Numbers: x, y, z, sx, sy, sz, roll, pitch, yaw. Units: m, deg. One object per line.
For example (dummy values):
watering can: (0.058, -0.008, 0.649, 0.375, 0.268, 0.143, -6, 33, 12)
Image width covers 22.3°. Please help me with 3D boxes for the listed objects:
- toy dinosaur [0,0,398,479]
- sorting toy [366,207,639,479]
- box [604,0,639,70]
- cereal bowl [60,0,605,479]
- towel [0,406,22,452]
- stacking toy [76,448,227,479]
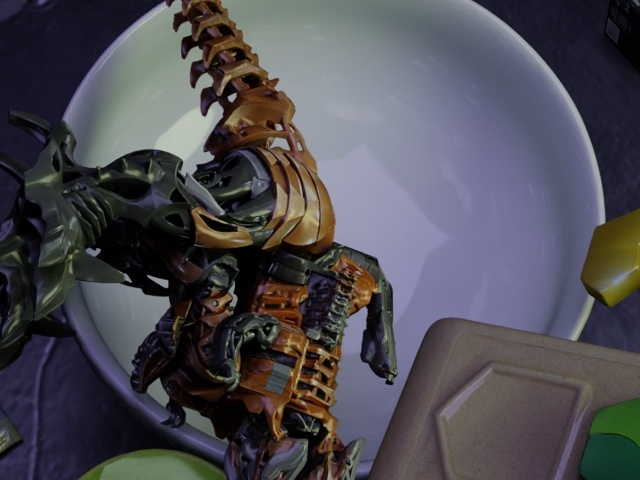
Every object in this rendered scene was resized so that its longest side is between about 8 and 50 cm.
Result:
toy dinosaur: (-0.068, 0.006, 0.896, 0.218, 0.164, 0.322, -1, 52, -20)
sorting toy: (0.131, 0.103, 0.846, 0.229, 0.041, 0.307, 8, 63, 33)
box: (0.265, -0.178, 1.229, 0.083, 0.062, 0.052, -29, 63, -14)
cereal bowl: (0.000, 0.000, 1.029, 0.339, 0.141, 0.339, 1, 70, -4)
towel: (-0.246, 0.120, 1.094, 0.060, 0.009, 0.083, -36, 67, -19)
stacking toy: (-0.131, 0.281, 0.936, 0.279, 0.130, 0.309, -26, 74, -5)
